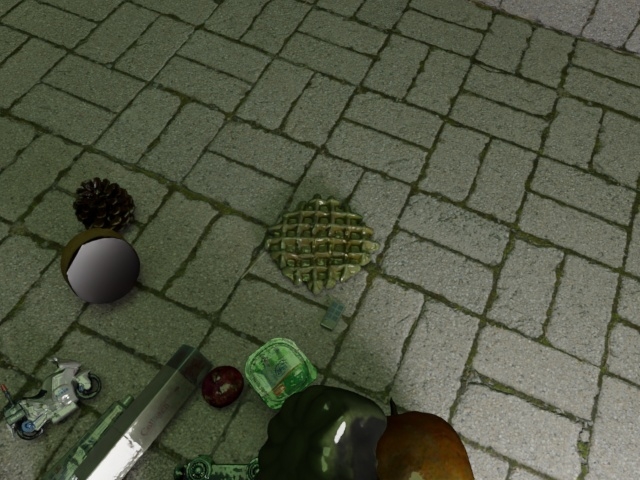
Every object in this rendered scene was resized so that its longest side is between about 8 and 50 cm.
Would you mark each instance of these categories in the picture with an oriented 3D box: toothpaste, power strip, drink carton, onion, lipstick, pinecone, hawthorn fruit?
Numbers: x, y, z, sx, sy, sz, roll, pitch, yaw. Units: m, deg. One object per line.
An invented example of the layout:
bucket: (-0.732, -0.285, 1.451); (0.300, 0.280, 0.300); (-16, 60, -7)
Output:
toothpaste: (-0.537, 0.475, 1.307); (0.069, 0.047, 0.268); (40, 65, -2)
power strip: (0.034, 0.205, 1.522); (0.040, 0.016, 0.090); (25, 60, 11)
drink carton: (-0.104, 0.337, 1.362); (0.146, 0.142, 0.144); (-35, 69, -21)
onion: (-0.242, 0.356, 1.371); (0.107, 0.097, 0.107); (-8, 43, 8)
lipstick: (-0.410, 0.416, 1.317); (0.079, 0.076, 0.372); (0, 45, 50)
pinecone: (-0.622, -0.104, 1.580); (0.162, 0.165, 0.163); (-2, 66, 3)
hawthorn fruit: (0.197, 0.494, 1.228); (0.267, 0.268, 0.301); (-2, 55, -5)

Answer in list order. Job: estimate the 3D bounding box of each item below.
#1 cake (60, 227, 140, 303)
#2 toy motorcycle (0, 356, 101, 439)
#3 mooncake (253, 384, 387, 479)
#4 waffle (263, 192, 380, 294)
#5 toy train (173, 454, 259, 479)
cake: (-0.595, 0.054, 1.482); (0.185, 0.208, 0.178); (-38, 41, -21)
toy motorcycle: (-0.653, 0.366, 1.337); (0.221, 0.102, 0.150); (-35, 79, -22)
mooncake: (0.000, 0.473, 1.118); (0.187, 0.351, 0.352); (18, 53, -31)
waffle: (0.000, 0.000, 1.622); (0.309, 0.056, 0.292); (-37, 68, -21)
toy train: (-0.206, 0.566, 1.251); (0.253, 0.105, 0.158); (3, 70, -4)
